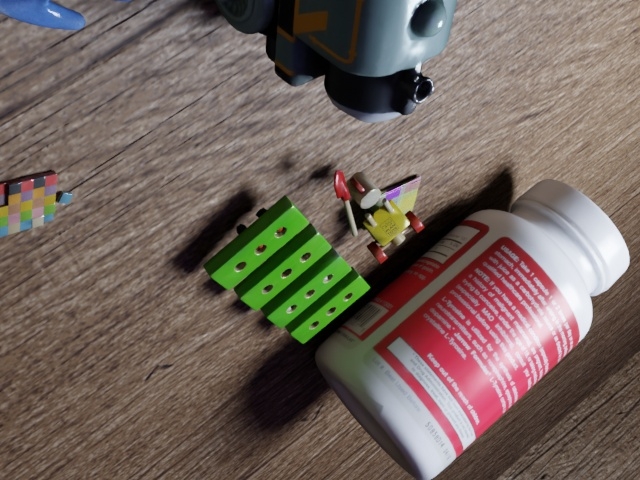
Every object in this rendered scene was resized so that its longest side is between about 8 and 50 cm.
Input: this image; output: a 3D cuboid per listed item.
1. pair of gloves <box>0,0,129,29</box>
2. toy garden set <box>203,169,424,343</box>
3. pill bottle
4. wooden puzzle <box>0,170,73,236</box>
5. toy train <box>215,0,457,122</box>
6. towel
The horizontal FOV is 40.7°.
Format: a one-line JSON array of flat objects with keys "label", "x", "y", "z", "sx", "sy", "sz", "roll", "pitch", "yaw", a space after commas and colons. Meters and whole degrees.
[{"label": "pair of gloves", "x": -0.164, "y": -0.214, "z": 0.512, "sx": 0.159, "sy": 0.023, "sz": 0.198, "roll": -16, "pitch": 139, "yaw": -42}, {"label": "toy garden set", "x": 0.000, "y": 0.000, "z": 0.949, "sx": 0.203, "sy": 0.049, "sz": 0.244, "roll": -40, "pitch": 149, "yaw": 2}, {"label": "pill bottle", "x": 0.211, "y": 0.108, "z": 1.170, "sx": 0.407, "sy": 0.229, "sz": 0.229, "roll": -40, "pitch": 150, "yaw": -11}, {"label": "wooden puzzle", "x": -0.230, "y": -0.028, "z": 0.669, "sx": 0.083, "sy": 0.006, "sz": 0.049, "roll": -20, "pitch": 141, "yaw": -38}, {"label": "toy train", "x": 0.022, "y": -0.233, "z": 0.555, "sx": 0.142, "sy": 0.190, "sz": 0.334, "roll": -26, "pitch": 145, "yaw": -30}, {"label": "towel", "x": 0.088, "y": -0.045, "z": 1.049, "sx": 0.083, "sy": 0.009, "sz": 0.060, "roll": -24, "pitch": 144, "yaw": -32}]
